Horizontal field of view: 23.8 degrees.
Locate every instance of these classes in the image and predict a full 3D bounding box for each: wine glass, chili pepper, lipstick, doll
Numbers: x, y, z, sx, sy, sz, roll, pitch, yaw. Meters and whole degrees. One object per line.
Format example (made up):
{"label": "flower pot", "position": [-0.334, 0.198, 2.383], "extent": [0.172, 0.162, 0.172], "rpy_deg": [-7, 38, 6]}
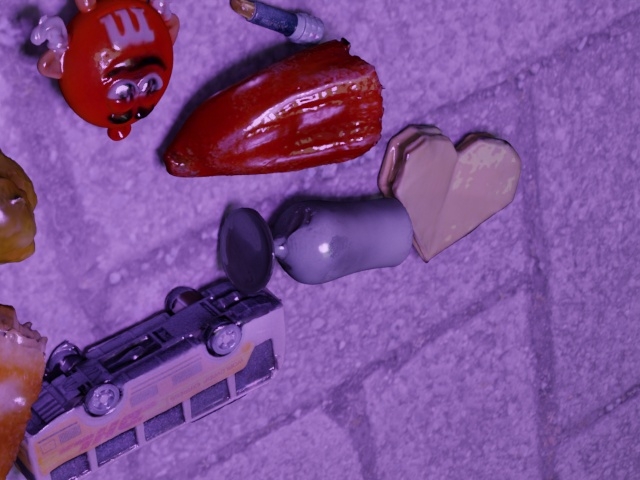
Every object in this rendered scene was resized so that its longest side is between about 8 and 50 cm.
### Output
{"label": "wine glass", "position": [0.000, 0.000, 1.810], "extent": [0.231, 0.103, 0.103], "rpy_deg": [-9, 118, -40]}
{"label": "chili pepper", "position": [-0.055, -0.132, 1.686], "extent": [0.253, 0.144, 0.136], "rpy_deg": [-19, 93, -23]}
{"label": "lipstick", "position": [-0.050, -0.245, 1.685], "extent": [0.116, 0.037, 0.037], "rpy_deg": [13, 104, -39]}
{"label": "doll", "position": [-0.214, -0.204, 1.539], "extent": [0.183, 0.085, 0.217], "rpy_deg": [-8, 108, -38]}

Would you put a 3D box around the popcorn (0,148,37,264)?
{"label": "popcorn", "position": [-0.386, -0.066, 1.375], "extent": [0.276, 0.225, 0.276], "rpy_deg": [-25, 124, -44]}

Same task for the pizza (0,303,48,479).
{"label": "pizza", "position": [-0.444, 0.266, 1.401], "extent": [0.440, 0.130, 0.406], "rpy_deg": [-22, 121, -42]}

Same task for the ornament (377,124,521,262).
{"label": "ornament", "position": [0.155, -0.055, 1.943], "extent": [0.201, 0.059, 0.180], "rpy_deg": [2, 112, -37]}

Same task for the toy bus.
{"label": "toy bus", "position": [-0.196, 0.161, 1.735], "extent": [0.343, 0.097, 0.138], "rpy_deg": [-25, 129, -27]}
